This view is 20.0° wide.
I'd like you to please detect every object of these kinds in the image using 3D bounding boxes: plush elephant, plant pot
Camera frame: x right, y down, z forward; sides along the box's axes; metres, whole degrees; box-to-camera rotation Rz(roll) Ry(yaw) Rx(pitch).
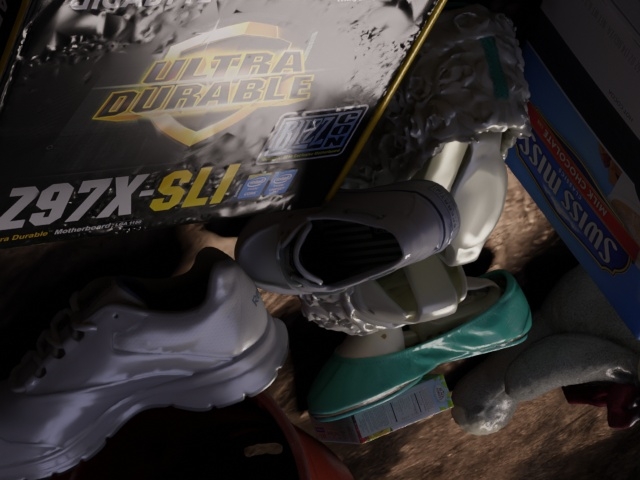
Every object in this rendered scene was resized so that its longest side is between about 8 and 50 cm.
[{"bbox_3d":[0.343,0.144,1.826,0.272,0.255,0.330,-10,145,-33],"label":"plush elephant"},{"bbox_3d":[-0.091,0.251,1.611,0.272,0.272,0.265,-36,159,9],"label":"plant pot"}]

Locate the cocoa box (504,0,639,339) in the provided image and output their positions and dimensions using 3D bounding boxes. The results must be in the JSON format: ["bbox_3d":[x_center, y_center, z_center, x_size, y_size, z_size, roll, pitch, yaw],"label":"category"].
[{"bbox_3d":[0.352,-0.117,1.434,0.347,0.231,0.228,-20,151,-26],"label":"cocoa box"}]

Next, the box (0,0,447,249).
[{"bbox_3d":[-0.090,-0.114,1.201,0.322,0.079,0.257,-8,146,-35],"label":"box"}]

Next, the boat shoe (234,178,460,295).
[{"bbox_3d":[0.000,0.000,1.384,0.226,0.083,0.076,-19,-171,45],"label":"boat shoe"}]

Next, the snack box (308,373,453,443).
[{"bbox_3d":[0.057,0.161,1.748,0.100,0.037,0.141,-19,-179,-18],"label":"snack box"}]

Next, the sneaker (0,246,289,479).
[{"bbox_3d":[-0.179,0.092,1.441,0.297,0.111,0.129,-24,126,-4],"label":"sneaker"}]

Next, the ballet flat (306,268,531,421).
[{"bbox_3d":[0.085,0.085,1.688,0.247,0.083,0.087,-21,110,-24],"label":"ballet flat"}]

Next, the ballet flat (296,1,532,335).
[{"bbox_3d":[0.074,-0.014,1.455,0.147,0.147,0.409,-17,150,-23],"label":"ballet flat"}]
